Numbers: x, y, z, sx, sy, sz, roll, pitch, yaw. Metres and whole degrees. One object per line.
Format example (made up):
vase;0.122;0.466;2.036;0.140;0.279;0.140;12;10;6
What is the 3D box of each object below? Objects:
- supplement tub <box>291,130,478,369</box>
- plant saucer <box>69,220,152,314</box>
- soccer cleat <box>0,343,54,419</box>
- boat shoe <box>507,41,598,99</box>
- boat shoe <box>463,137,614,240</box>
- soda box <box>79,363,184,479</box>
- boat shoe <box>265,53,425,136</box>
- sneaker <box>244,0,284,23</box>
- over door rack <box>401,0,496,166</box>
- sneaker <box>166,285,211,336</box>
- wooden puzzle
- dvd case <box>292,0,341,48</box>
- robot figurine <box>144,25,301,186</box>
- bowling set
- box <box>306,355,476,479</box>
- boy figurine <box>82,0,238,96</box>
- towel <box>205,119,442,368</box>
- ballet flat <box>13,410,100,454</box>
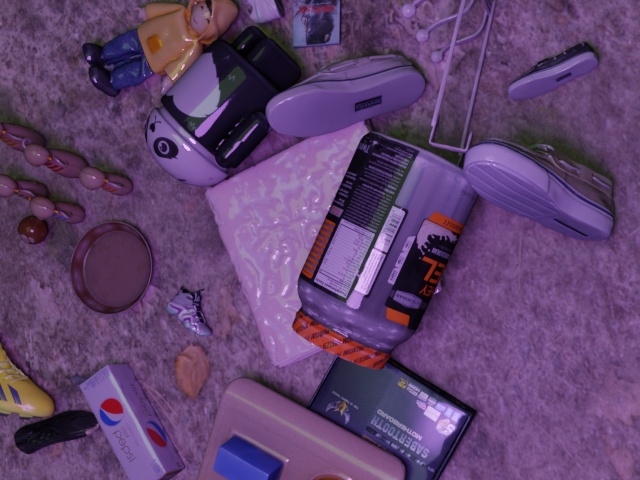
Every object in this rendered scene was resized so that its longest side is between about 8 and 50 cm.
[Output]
supplement tub;0.089;0.016;1.349;0.194;0.193;0.316;26;94;20
plant saucer;-0.370;0.050;1.643;0.169;0.029;0.168;-2;85;18
soccer cleat;-0.600;0.234;1.672;0.289;0.093;0.121;22;85;19
boat shoe;0.356;-0.262;1.418;0.142;0.049;0.040;-21;59;14
boat shoe;0.313;-0.086;1.305;0.109;0.302;0.094;-6;67;47
soda box;-0.323;0.319;1.575;0.069;0.074;0.216;-36;74;12
boat shoe;0.032;-0.242;1.453;0.268;0.096;0.088;-19;52;-14
sneaker;-0.114;-0.448;1.592;0.061;0.054;0.152;-20;79;19
over door rack;0.194;-0.266;1.367;0.108;0.239;0.324;1;84;18
sneaker;-0.214;0.115;1.577;0.098;0.038;0.069;35;97;18
wooden puzzle;-0.068;0.436;1.439;0.322;0.080;0.347;25;106;20
dvd case;-0.006;-0.391;1.569;0.087;0.013;0.119;0;84;19
robot figurine;-0.165;-0.219;1.515;0.173;0.209;0.278;43;95;-5
bowling set;-0.499;-0.083;1.634;0.287;0.154;0.199;23;92;20
box;0.099;0.287;1.440;0.233;0.059;0.183;31;96;19
boy figurine;-0.274;-0.345;1.618;0.285;0.092;0.177;-18;76;20
towel;0.000;0.000;1.508;0.317;0.053;0.331;-26;77;14
ballet flat;-0.469;0.344;1.646;0.173;0.049;0.057;-15;37;16
